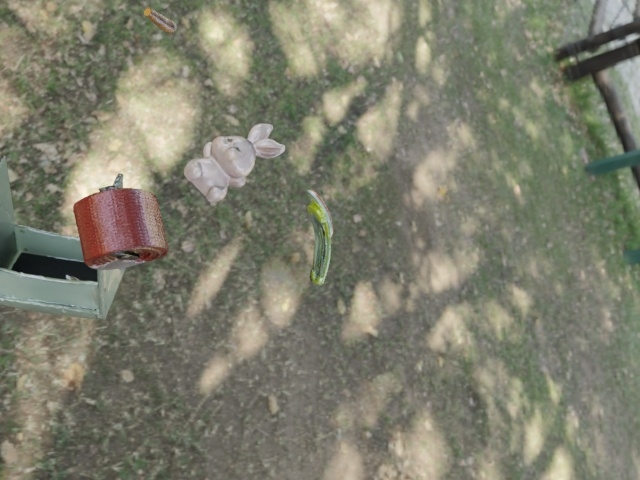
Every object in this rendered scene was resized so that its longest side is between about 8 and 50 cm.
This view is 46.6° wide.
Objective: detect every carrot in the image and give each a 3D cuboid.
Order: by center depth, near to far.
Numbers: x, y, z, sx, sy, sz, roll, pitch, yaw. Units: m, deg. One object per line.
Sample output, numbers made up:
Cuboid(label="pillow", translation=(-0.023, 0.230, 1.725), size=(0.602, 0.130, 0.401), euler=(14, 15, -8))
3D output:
Cuboid(label="carrot", translation=(-0.358, -0.492, 1.667), size=(0.093, 0.032, 0.032), euler=(20, 64, -62))

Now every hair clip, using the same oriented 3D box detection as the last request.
Cuboid(label="hair clip", translation=(0.000, 0.000, 1.349), size=(0.033, 0.060, 0.188), euler=(-17, 125, -26))

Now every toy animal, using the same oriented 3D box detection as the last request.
Cuboid(label="toy animal", translation=(-0.185, -0.182, 1.574), size=(0.212, 0.124, 0.124), euler=(-42, 118, -3))

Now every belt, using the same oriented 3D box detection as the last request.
Cuboid(label="belt", translation=(-0.323, -0.026, 1.209), size=(0.201, 0.128, 0.124), euler=(86, -10, -83))

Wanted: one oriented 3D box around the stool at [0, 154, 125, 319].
Cuboid(label="stool", translation=(-0.532, -0.002, 1.484), size=(0.170, 0.244, 0.269), euler=(-84, -175, -51))
